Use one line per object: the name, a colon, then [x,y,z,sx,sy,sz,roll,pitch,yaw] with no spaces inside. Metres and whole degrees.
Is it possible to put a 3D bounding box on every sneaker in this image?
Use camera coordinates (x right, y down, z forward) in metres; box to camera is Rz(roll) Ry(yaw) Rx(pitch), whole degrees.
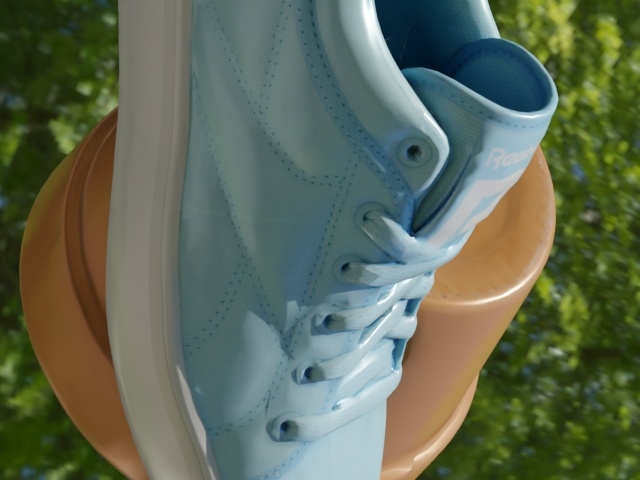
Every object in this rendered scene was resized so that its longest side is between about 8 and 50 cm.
sneaker: [0.011,-0.017,0.709,0.150,0.135,0.366,11,-63,32]

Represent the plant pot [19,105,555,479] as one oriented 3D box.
plant pot: [0.000,0.000,1.079,0.203,0.290,0.291,-44,-127,45]
